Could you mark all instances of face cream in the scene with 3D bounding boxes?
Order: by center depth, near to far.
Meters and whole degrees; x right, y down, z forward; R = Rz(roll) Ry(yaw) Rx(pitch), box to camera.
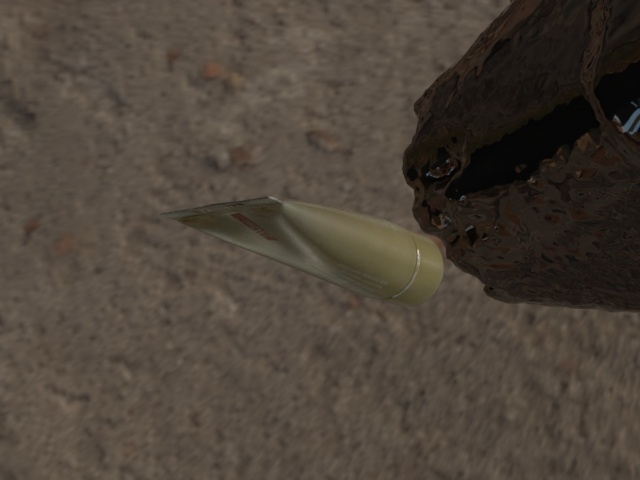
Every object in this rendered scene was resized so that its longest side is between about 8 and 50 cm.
[{"bbox_3d":[0.000,0.000,1.876,0.137,0.341,0.084,-7,75,36],"label":"face cream"}]

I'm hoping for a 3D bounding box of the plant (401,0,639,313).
[{"bbox_3d":[0.153,-0.054,0.666,0.256,0.142,0.164,-15,134,42],"label":"plant"}]

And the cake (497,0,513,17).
[{"bbox_3d":[0.323,-0.234,1.442,0.282,0.290,0.255,26,105,21],"label":"cake"}]
